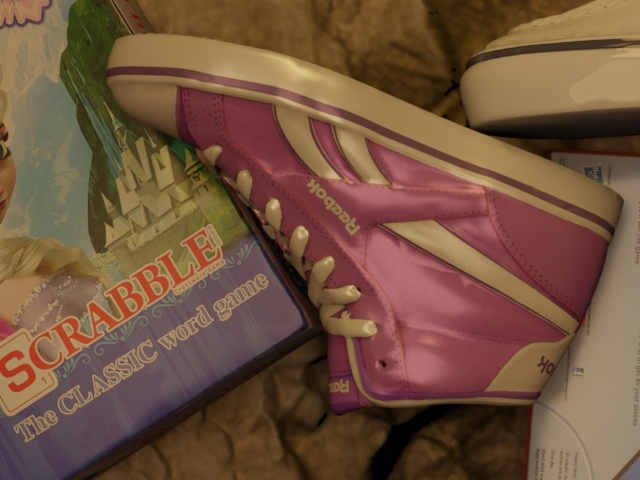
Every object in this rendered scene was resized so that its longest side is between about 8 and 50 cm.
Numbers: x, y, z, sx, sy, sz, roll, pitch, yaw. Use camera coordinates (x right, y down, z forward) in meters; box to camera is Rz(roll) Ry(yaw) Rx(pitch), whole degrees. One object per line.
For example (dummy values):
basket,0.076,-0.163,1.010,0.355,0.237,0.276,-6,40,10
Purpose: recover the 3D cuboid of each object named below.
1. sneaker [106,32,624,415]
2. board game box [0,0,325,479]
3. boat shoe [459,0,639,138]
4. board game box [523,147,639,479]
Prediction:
sneaker,0.000,0.000,0.863,0.282,0.102,0.161,22,86,6
board game box,-0.209,-0.001,0.973,0.318,0.066,0.318,-34,81,8
boat shoe,0.246,-0.147,0.847,0.367,0.136,0.157,-9,86,9
board game box,0.185,0.095,0.903,0.145,0.027,0.281,4,88,14
